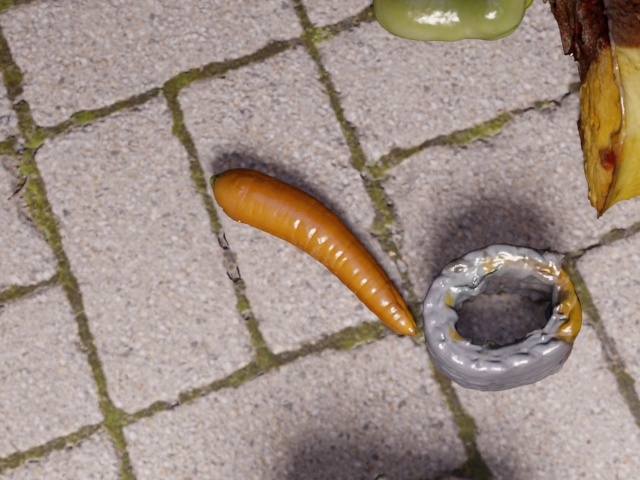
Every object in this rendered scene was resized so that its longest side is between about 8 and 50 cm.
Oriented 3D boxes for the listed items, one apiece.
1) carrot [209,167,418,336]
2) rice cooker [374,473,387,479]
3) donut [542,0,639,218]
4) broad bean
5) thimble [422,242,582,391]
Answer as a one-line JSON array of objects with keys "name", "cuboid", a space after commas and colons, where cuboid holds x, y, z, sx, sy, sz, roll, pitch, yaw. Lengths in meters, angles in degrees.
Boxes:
[{"name": "carrot", "cuboid": [0.000, 0.000, 1.233, 0.271, 0.062, 0.066, 32, 46, 8]}, {"name": "rice cooker", "cuboid": [0.066, 0.355, 1.016, 0.317, 0.264, 0.316, 0, 86, 1]}, {"name": "donut", "cuboid": [0.318, -0.189, 1.221, 0.112, 0.151, 0.295, -8, 72, -9]}, {"name": "broad bean", "cuboid": [0.145, -0.273, 1.286, 0.175, 0.082, 0.124, 11, 77, 6]}, {"name": "thimble", "cuboid": [0.175, 0.077, 1.164, 0.151, 0.118, 0.127, -9, 73, 3]}]
